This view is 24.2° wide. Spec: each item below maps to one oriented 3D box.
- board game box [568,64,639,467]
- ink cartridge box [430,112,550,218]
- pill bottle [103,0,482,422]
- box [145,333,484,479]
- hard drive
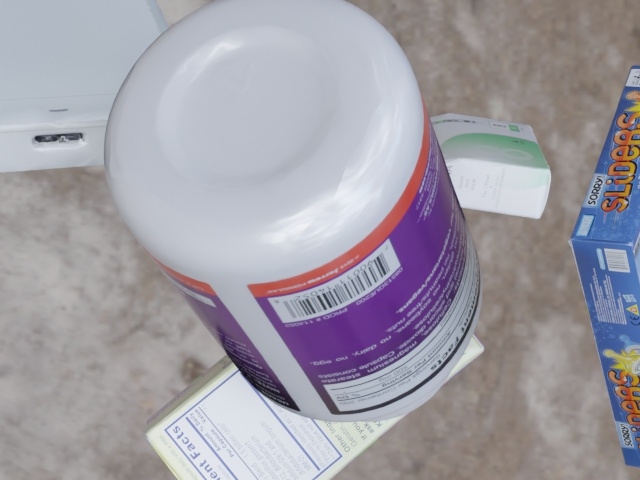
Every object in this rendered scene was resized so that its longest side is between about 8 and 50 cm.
[{"bbox_3d":[0.192,0.019,0.855,0.136,0.035,0.201,-63,146,-36],"label":"board game box"},{"bbox_3d":[0.094,-0.083,1.400,0.181,0.224,0.056,-84,-175,-72],"label":"ink cartridge box"},{"bbox_3d":[0.000,0.000,0.936,0.182,0.181,0.323,-64,156,-19],"label":"pill bottle"},{"bbox_3d":[-0.013,0.119,1.212,0.243,0.213,0.117,-38,91,-8],"label":"box"},{"bbox_3d":[-0.215,-0.154,1.067,0.203,0.307,0.040,-5,130,-20],"label":"hard drive"}]
